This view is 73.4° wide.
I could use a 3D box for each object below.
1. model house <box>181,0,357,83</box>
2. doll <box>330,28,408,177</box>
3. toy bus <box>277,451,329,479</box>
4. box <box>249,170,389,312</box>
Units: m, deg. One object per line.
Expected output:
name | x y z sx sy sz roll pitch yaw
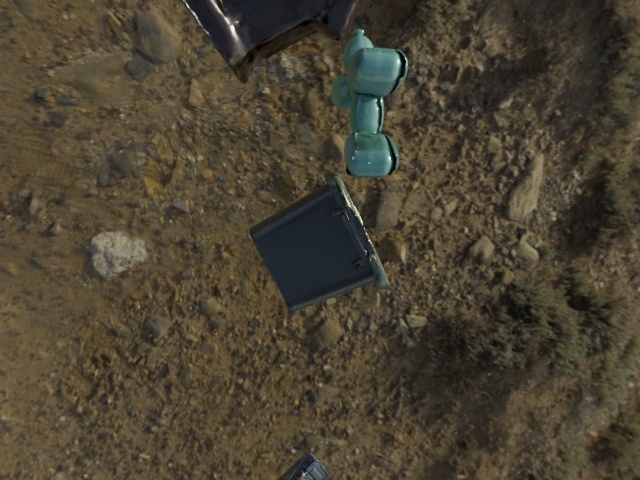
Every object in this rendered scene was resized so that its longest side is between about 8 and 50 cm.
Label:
model house | -0.049 -0.228 0.303 0.164 0.141 0.203 -34 135 7
doll | 0.047 -0.153 0.470 0.059 0.158 0.160 -2 103 -6
toy bus | -0.059 0.461 0.789 0.153 0.061 0.051 -40 106 -15
box | 0.000 0.000 0.622 0.134 0.243 0.163 -26 97 6
